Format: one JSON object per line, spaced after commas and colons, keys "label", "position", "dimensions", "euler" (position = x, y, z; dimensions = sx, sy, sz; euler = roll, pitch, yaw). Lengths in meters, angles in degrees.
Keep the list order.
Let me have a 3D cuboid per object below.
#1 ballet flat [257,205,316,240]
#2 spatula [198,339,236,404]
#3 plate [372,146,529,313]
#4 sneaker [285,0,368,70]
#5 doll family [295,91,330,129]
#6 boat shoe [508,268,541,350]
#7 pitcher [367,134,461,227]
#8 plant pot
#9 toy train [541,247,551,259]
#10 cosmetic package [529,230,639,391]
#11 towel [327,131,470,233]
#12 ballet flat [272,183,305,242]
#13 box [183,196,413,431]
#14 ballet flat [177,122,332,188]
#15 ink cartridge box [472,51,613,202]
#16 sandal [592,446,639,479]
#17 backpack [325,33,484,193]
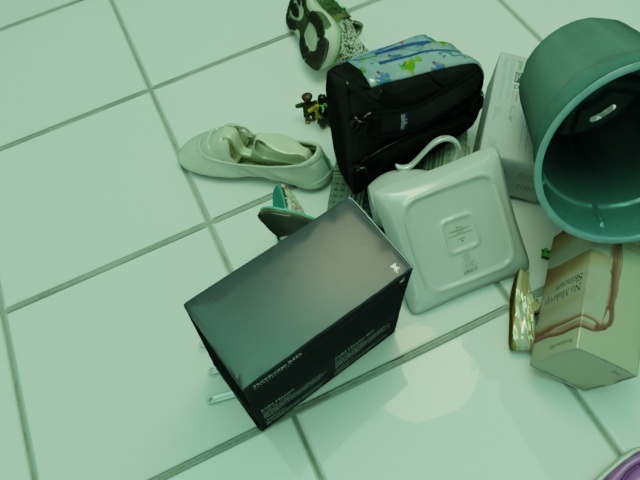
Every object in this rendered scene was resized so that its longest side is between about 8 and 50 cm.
{"label": "ballet flat", "position": [0.000, 0.000, 1.303], "dimensions": [0.280, 0.095, 0.096], "euler": [11, 75, -24]}
{"label": "spatula", "position": [-0.123, 0.237, 1.274], "dimensions": [0.241, 0.019, 0.168], "euler": [-14, 64, -2]}
{"label": "plate", "position": [0.275, -0.016, 1.261], "dimensions": [0.277, 0.045, 0.278], "euler": [-21, 102, -7]}
{"label": "sneaker", "position": [0.022, -0.608, 1.734], "dimensions": [0.181, 0.158, 0.411], "euler": [5, 51, -27]}
{"label": "doll family", "position": [0.037, -0.337, 1.549], "dimensions": [0.192, 0.111, 0.076], "euler": [-17, 58, -4]}
{"label": "boat shoe", "position": [0.410, 0.140, 1.245], "dimensions": [0.059, 0.063, 0.170], "euler": [7, 69, 8]}
{"label": "pitcher", "position": [0.202, -0.119, 1.311], "dimensions": [0.207, 0.178, 0.125], "euler": [-13, 20, 1]}
{"label": "plant pot", "position": [0.524, -0.228, 1.137], "dimensions": [0.340, 0.341, 0.334], "euler": [-3, 36, 5]}
{"label": "toy train", "position": [0.508, 0.036, 1.320], "dimensions": [0.083, 0.017, 0.024], "euler": [15, 71, 15]}
{"label": "cosmetic package", "position": [0.508, 0.112, 1.176], "dimensions": [0.129, 0.153, 0.296], "euler": [25, 61, -6]}
{"label": "towel", "position": [0.185, -0.152, 1.463], "dimensions": [0.311, 0.056, 0.325], "euler": [5, 62, 13]}
{"label": "ballet flat", "position": [-0.058, -0.017, 1.396], "dimensions": [0.077, 0.091, 0.241], "euler": [6, 59, -25]}
{"label": "box", "position": [-0.031, 0.142, 1.130], "dimensions": [0.343, 0.313, 0.179], "euler": [-33, 68, -17]}
{"label": "ballet flat", "position": [-0.164, -0.217, 1.490], "dimensions": [0.399, 0.139, 0.139], "euler": [11, 61, 14]}
{"label": "ink cartridge box", "position": [0.502, -0.248, 1.421], "dimensions": [0.271, 0.130, 0.310], "euler": [16, 62, 6]}
{"label": "sandal", "position": [0.445, 0.489, 0.999], "dimensions": [0.169, 0.102, 0.416], "euler": [35, 69, 24]}
{"label": "backpack", "position": [0.190, -0.303, 1.367], "dimensions": [0.355, 0.290, 0.273], "euler": [-17, 43, -7]}
